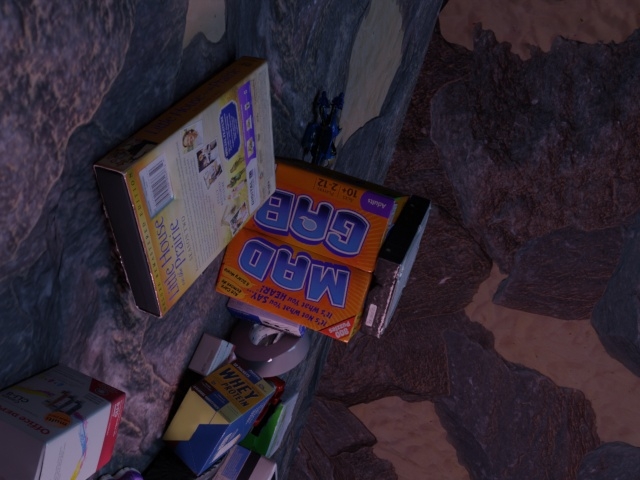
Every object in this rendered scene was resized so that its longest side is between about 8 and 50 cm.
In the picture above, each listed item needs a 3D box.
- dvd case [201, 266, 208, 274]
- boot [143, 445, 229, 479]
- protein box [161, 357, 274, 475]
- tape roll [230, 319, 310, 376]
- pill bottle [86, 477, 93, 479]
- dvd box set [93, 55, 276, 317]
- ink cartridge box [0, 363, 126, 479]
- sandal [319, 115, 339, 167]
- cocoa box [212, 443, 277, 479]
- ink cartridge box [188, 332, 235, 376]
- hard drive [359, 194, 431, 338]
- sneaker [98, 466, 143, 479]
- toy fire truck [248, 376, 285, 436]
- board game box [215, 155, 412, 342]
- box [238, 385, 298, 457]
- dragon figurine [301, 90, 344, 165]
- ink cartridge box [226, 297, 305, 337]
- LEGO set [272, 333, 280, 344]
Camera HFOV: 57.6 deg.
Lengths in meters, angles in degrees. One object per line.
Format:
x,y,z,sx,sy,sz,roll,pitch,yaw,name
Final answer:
-0.229,-0.061,1.219,0.238,0.029,0.179,92,23,-53,dvd case
-0.399,0.763,1.535,0.367,0.146,0.445,-32,138,-57,boot
-0.258,0.444,1.486,0.200,0.136,0.201,-59,163,23,protein box
-0.144,0.283,1.670,0.219,0.219,0.072,-58,143,-42,tape roll
-0.448,0.463,0.910,0.221,0.124,0.124,-35,144,-70,pill bottle
-0.210,-0.108,1.052,0.420,0.062,0.307,-55,154,-43,dvd box set
-0.395,0.281,0.834,0.176,0.128,0.127,-26,135,-73,ink cartridge box
0.028,-0.291,1.862,0.090,0.060,0.219,-2,112,-76,sandal
-0.291,0.846,1.936,0.347,0.228,0.231,94,21,-52,cocoa box
-0.280,0.301,1.513,0.135,0.056,0.099,70,43,-72,ink cartridge box
0.196,0.058,1.477,0.339,0.064,0.237,-54,160,-54,hard drive
-0.425,0.541,1.254,0.170,0.071,0.068,56,56,-76,sneaker
-0.206,0.512,2.022,0.246,0.158,0.217,-64,170,25,toy fire truck
0.000,0.000,1.524,0.356,0.356,0.356,-19,128,-74,board game box
-0.207,0.732,2.346,0.231,0.127,0.262,-1,110,-77,box
0.001,-0.291,1.695,0.144,0.085,0.289,8,102,-77,dragon figurine
-0.143,0.204,1.582,0.097,0.207,0.046,82,26,-65,ink cartridge box
-0.133,0.290,2.198,0.244,0.060,0.182,-57,175,-39,LEGO set
